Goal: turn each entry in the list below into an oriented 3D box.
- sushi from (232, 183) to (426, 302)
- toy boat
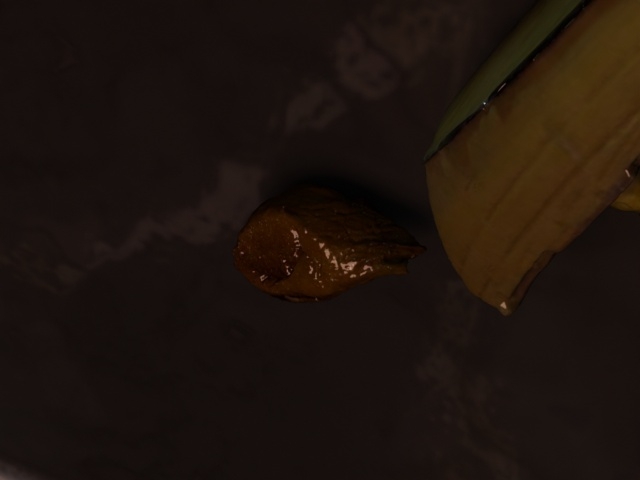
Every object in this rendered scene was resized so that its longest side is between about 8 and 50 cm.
[{"bbox_3d":[0.000,0.000,0.774,0.099,0.047,0.050,12,117,43],"label":"sushi"},{"bbox_3d":[0.149,-0.074,0.610,0.121,0.089,0.321,32,133,-11],"label":"toy boat"}]
